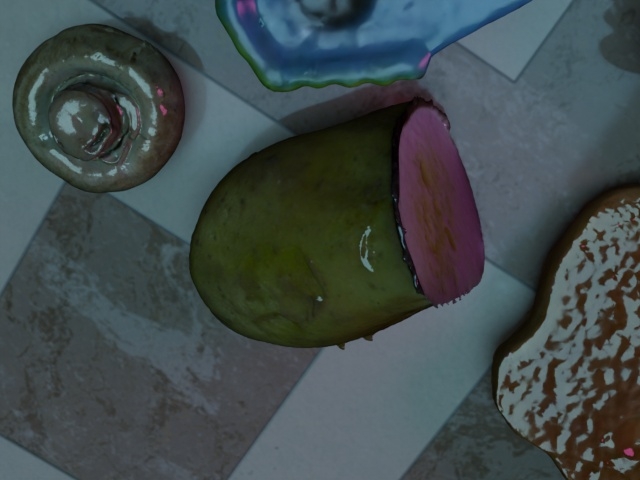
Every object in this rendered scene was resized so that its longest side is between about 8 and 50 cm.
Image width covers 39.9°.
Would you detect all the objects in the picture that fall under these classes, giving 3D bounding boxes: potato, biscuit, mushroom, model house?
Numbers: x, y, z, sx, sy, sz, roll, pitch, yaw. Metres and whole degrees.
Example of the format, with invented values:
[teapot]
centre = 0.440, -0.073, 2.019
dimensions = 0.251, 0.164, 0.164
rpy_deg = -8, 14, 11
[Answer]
[potato]
centre = 0.000, 0.000, 0.857
dimensions = 0.266, 0.229, 0.229
rpy_deg = -13, 107, 24
[biscuit]
centre = 0.394, 0.124, 0.911
dimensions = 0.385, 0.062, 0.365
rpy_deg = 30, 97, -1
[mushroom]
centre = -0.214, -0.128, 0.855
dimensions = 0.166, 0.127, 0.166
rpy_deg = -1, 104, -2
[model house]
centre = 0.049, -0.239, 0.748
dimensions = 0.303, 0.237, 0.215
rpy_deg = -35, 100, 15
